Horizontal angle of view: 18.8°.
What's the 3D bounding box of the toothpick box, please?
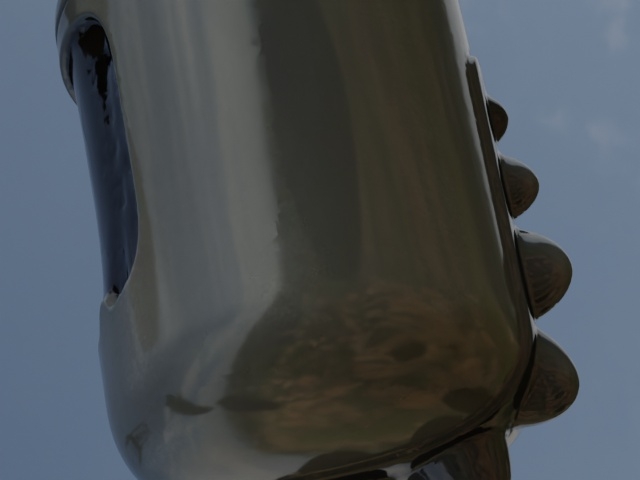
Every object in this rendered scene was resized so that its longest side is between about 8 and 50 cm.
[{"bbox_3d":[0.000,0.000,0.939,0.229,0.229,0.316,30,-139,-51],"label":"toothpick box"}]
